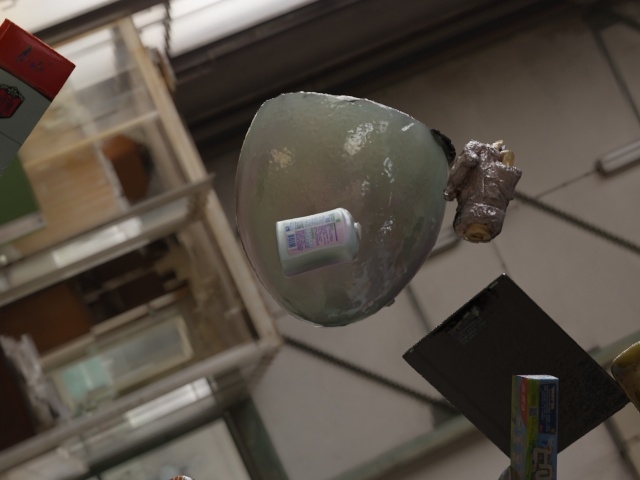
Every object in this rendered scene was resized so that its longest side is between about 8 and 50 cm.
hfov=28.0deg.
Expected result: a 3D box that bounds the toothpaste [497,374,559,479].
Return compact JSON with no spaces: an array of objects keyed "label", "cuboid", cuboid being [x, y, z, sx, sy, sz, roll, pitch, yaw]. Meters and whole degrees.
[{"label":"toothpaste","cuboid":[0.277,0.278,1.719,0.044,0.070,0.193,179,-87,-69]}]

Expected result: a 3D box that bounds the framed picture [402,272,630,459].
[{"label":"framed picture","cuboid":[0.352,0.246,2.304,0.339,0.255,0.014,43,25,-11]}]

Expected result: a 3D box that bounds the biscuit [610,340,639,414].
[{"label":"biscuit","cuboid":[0.640,0.255,2.089,0.290,0.237,0.062,58,15,17]}]

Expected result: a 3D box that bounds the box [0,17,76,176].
[{"label":"box","cuboid":[-0.511,-0.216,2.037,0.139,0.245,0.035,35,2,-38]}]

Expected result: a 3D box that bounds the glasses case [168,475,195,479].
[{"label":"glasses case","cuboid":[-0.243,0.574,2.435,0.067,0.103,0.266,37,24,-57]}]

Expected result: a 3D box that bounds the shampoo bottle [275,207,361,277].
[{"label":"shampoo bottle","cuboid":[0.000,0.000,1.486,0.043,0.099,0.072,69,10,-50]}]

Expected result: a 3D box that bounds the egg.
[{"label":"egg","cuboid":[0.020,-0.025,2.089,0.354,0.355,0.339,111,-7,-74]}]

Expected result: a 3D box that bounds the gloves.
[{"label":"gloves","cuboid":[0.217,-0.070,1.760,0.110,0.094,0.144,111,-15,-47]}]
